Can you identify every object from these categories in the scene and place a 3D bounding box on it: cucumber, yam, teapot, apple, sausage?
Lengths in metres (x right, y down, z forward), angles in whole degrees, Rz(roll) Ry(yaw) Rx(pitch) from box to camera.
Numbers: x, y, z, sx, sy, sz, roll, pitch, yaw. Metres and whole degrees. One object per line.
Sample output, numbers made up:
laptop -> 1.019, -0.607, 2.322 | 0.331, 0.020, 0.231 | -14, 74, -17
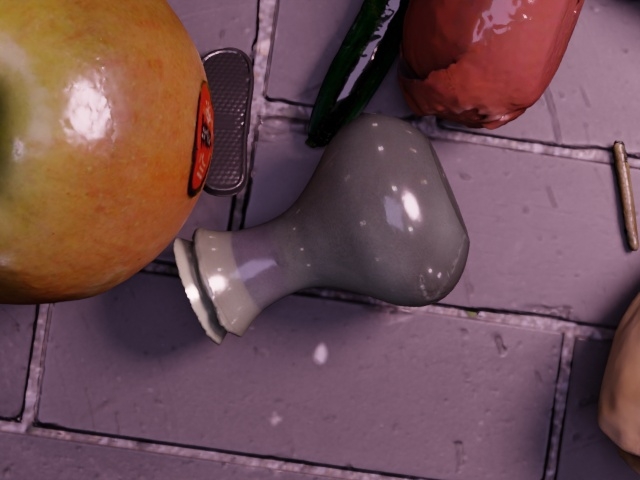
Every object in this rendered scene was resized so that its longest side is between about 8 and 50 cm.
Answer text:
cucumber -> 0.060, -0.212, 1.527 | 0.056, 0.056, 0.284 | 25, 92, -2
yam -> 0.292, -0.043, 1.556 | 0.014, 0.014, 0.107 | -9, 89, -3
teapot -> 0.000, 0.000, 1.469 | 0.251, 0.183, 0.183 | -22, 90, 7
apple -> -0.259, -0.108, 1.368 | 0.339, 0.305, 0.338 | -1, 87, 11
sausage -> 0.164, -0.233, 1.475 | 0.152, 0.152, 0.279 | 21, 98, -3

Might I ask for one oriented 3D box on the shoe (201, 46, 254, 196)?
shoe -> -0.093, -0.103, 1.513 | 0.062, 0.053, 0.159 | 1, 61, -5

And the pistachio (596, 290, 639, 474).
pistachio -> 0.393, 0.093, 1.472 | 0.318, 0.193, 0.214 | -43, 53, 3
